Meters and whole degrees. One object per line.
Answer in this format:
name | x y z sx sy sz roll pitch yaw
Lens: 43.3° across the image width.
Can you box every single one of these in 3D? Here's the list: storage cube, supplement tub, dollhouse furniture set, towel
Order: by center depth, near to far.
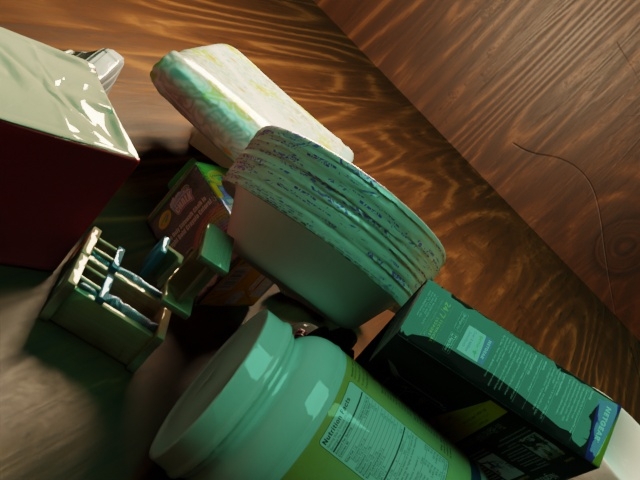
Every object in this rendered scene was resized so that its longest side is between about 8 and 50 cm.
supplement tub | 0.001 0.245 0.857 0.316 0.228 0.228 40 23 -9
storage cube | -0.354 -0.105 0.911 0.215 0.193 0.183 14 37 -49
dollhouse furniture set | -0.207 0.028 0.938 0.129 0.183 0.129 36 24 -20
towel | -0.096 -0.183 1.311 0.320 0.090 0.374 40 16 -5

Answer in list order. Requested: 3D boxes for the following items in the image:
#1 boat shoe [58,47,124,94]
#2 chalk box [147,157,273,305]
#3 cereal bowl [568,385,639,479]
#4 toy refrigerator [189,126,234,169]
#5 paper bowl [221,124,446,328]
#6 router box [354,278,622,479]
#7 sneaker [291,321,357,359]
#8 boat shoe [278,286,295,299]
boat shoe | -0.381 -0.233 1.174 0.119 0.121 0.335 29 19 -8
chalk box | -0.151 -0.024 1.189 0.132 0.132 0.213 7 44 -55
cereal bowl | 0.551 0.448 1.543 0.339 0.141 0.339 37 24 -19
toy refrigerator | -0.107 -0.160 1.536 0.269 0.102 0.094 35 24 -20
paper bowl | 0.000 0.000 0.992 0.284 0.148 0.284 34 -7 5
router box | 0.156 0.198 0.944 0.243 0.309 0.081 34 60 2
sneaker | -0.002 0.158 1.087 0.106 0.162 0.281 42 23 -6
boat shoe | 0.018 0.087 1.350 0.227 0.079 0.081 15 32 -55
